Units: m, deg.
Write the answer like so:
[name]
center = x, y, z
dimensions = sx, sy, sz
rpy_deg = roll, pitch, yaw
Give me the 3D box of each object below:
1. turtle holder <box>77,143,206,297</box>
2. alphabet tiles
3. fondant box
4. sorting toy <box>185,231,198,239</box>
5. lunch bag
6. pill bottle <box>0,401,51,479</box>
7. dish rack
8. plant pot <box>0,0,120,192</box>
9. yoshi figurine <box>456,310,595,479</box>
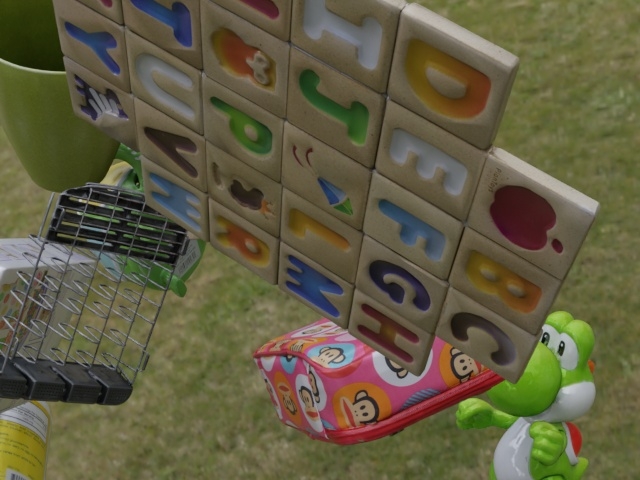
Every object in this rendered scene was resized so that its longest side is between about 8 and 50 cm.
[turtle holder]
center = -0.353, -0.050, 1.991
dimensions = 0.228, 0.320, 0.243
rpy_deg = 12, 73, 29
[alphabet tiles]
center = -0.019, -0.050, 0.593
dimensions = 0.343, 0.285, 0.011
rpy_deg = 31, 58, 16
[fondant box]
center = -0.444, 0.120, 1.425
dimensions = 0.096, 0.238, 0.330
rpy_deg = 25, 3, 5
[sorting toy]
center = -0.100, -0.137, 1.669
dimensions = 0.256, 0.257, 0.089
rpy_deg = -4, -2, -5
[lunch bag]
center = 0.079, 0.128, 1.202
dimensions = 0.258, 0.120, 0.293
rpy_deg = -22, 5, -19
[pill bottle]
center = -0.535, 0.346, 1.694
dimensions = 0.188, 0.187, 0.333
rpy_deg = -14, 42, 5
[dish rack]
center = -0.271, 0.064, 1.214
dimensions = 0.208, 0.271, 0.074
rpy_deg = 14, 9, -47
[plant pot]
center = -0.424, -0.233, 1.736
dimensions = 0.275, 0.293, 0.274
rpy_deg = 5, 43, -5
[yoshi figurine]
center = 0.283, 0.276, 1.499
dimensions = 0.204, 0.362, 0.203
rpy_deg = 14, 15, 17
